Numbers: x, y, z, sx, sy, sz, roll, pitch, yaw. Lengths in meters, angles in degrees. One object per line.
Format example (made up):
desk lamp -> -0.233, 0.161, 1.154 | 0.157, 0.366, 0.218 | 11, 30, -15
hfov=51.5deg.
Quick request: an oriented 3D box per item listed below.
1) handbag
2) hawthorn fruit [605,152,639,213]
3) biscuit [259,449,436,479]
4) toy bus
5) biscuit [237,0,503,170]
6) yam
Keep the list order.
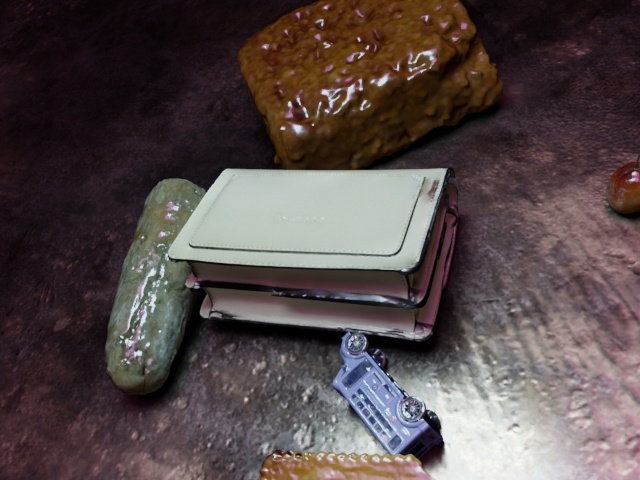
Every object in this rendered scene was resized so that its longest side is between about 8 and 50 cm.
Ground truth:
handbag -> 0.000, 0.000, 0.942 | 0.358, 0.160, 0.237 | 3, 49, 23
hawthorn fruit -> 0.412, -0.083, 0.875 | 0.066, 0.103, 0.067 | -13, 41, 11
biscuit -> 0.035, 0.346, 0.708 | 0.236, 0.013, 0.232 | -5, 65, 19
toy bus -> 0.072, 0.189, 0.812 | 0.076, 0.073, 0.167 | -43, 51, -1
biscuit -> 0.062, -0.294, 1.148 | 0.394, 0.166, 0.343 | -27, 46, 1
yam -> -0.241, 0.073, 1.005 | 0.133, 0.133, 0.331 | -4, 56, 19
